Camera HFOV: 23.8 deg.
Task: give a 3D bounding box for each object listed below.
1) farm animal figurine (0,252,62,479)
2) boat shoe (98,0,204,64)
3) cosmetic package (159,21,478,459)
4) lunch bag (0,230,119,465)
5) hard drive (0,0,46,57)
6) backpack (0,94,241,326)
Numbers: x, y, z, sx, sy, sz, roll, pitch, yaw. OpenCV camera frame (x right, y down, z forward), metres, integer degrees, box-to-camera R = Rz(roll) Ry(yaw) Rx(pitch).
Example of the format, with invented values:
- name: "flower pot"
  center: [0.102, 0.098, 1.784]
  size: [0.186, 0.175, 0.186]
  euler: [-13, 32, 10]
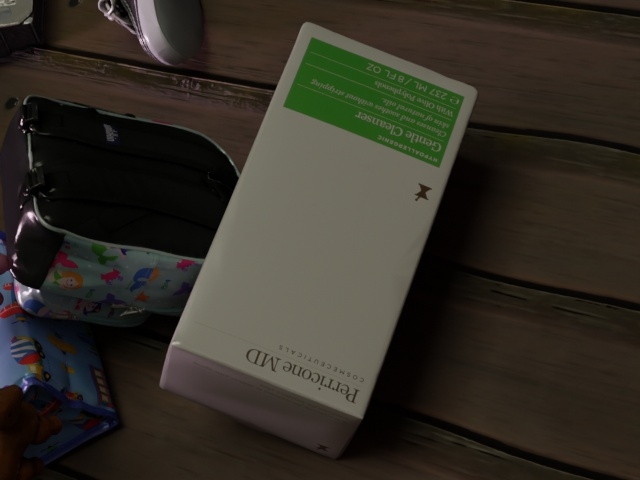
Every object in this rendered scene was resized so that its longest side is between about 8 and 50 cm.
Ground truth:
- name: "farm animal figurine"
  center: [-0.431, 0.133, 1.456]
  size: [0.326, 0.172, 0.330]
  euler: [-39, 77, 17]
- name: "boat shoe"
  center: [-0.222, -0.309, 1.876]
  size: [0.105, 0.113, 0.306]
  euler: [-29, 47, 16]
- name: "cosmetic package"
  center: [0.000, 0.000, 1.481]
  size: [0.197, 0.155, 0.366]
  euler: [20, 65, -2]
- name: "lunch bag"
  center: [-0.389, 0.171, 1.650]
  size: [0.293, 0.138, 0.221]
  euler: [-38, 50, 16]
- name: "hard drive"
  center: [-0.535, -0.331, 2.030]
  size: [0.338, 0.064, 0.237]
  euler: [-7, 54, 4]
- name: "backpack"
  center: [-0.206, -0.024, 1.601]
  size: [0.191, 0.253, 0.225]
  euler: [117, 149, -41]
